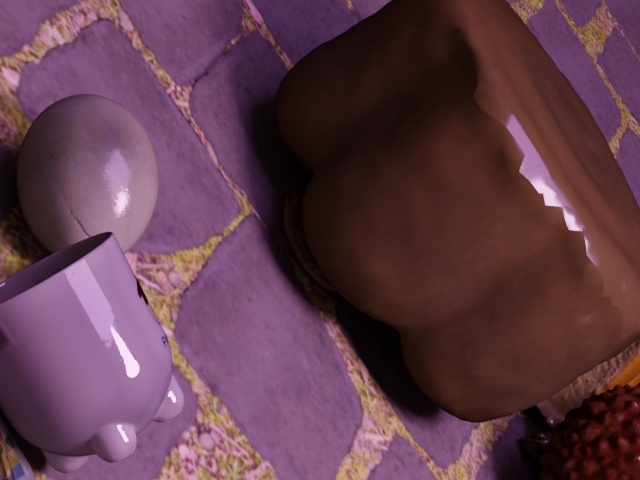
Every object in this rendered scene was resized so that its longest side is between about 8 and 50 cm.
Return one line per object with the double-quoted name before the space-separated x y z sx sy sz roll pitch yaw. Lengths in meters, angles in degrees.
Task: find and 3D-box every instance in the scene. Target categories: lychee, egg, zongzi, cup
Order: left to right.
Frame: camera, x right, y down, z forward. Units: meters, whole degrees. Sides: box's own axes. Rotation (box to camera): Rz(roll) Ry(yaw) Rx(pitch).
"cup" -0.187 0.088 1.174 0.134 0.173 0.142 -35 103 -31
"egg" -0.187 -0.047 1.280 0.114 0.114 0.152 30 46 -44
"zongzi" 0.265 0.263 1.840 0.076 0.040 0.083 14 72 -46
"lychee" 0.373 0.297 1.731 0.304 0.276 0.275 46 30 -7

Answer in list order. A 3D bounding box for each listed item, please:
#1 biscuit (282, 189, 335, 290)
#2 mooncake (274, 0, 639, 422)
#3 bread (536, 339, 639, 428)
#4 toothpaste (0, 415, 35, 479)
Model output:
"biscuit" 0.000 0.000 1.650 0.120 0.015 0.120 40 34 -35
"mooncake" 0.168 -0.050 1.699 0.467 0.262 0.467 46 24 -28
"bread" 0.385 0.128 1.910 0.239 0.246 0.111 12 39 -55
"toothpaste" -0.270 0.086 1.111 0.255 0.037 0.067 61 19 -7
